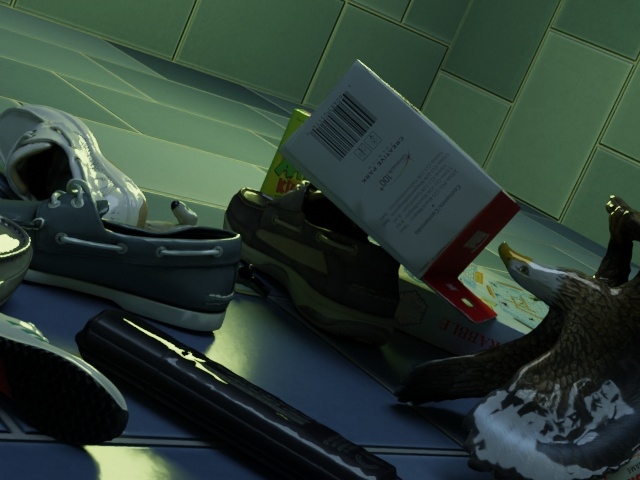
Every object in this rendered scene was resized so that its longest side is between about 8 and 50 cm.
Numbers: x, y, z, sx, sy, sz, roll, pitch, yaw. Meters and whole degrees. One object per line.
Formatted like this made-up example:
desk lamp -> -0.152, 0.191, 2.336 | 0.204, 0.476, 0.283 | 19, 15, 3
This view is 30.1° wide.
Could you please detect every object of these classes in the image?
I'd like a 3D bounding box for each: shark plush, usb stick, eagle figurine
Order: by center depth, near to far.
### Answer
usb stick -> -0.065, 0.131, 0.916 | 0.278, 0.045, 0.077 | 27, 5, 17
eagle figurine -> 0.234, 0.094, 1.116 | 0.225, 0.298, 0.226 | 34, -4, 23
shark plush -> -0.127, 0.012, 1.328 | 0.161, 0.073, 0.067 | 17, -18, -10

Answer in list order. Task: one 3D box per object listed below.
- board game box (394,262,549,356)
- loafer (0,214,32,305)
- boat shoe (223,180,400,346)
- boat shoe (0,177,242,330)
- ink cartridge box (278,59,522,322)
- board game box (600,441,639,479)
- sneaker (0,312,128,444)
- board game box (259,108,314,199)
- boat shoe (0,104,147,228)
board game box -> 0.225, 0.100, 1.600 | 0.318, 0.066, 0.319 | 24, 11, 0
loafer -> -0.305, -0.001, 0.852 | 0.112, 0.112, 0.319 | 27, 12, 14
boat shoe -> 0.000, 0.000, 1.432 | 0.132, 0.130, 0.355 | 16, 14, -37
boat shoe -> -0.222, -0.010, 1.101 | 0.319, 0.099, 0.116 | 20, 12, -18
ink cartridge box -> 0.127, -0.044, 1.335 | 0.272, 0.130, 0.309 | 43, 8, 10
board game box -> 0.296, 0.193, 1.115 | 0.045, 0.146, 0.193 | 58, 13, -1
sneaker -> -0.197, 0.084, 0.824 | 0.161, 0.057, 0.075 | 23, 16, 8
board game box -> -0.025, -0.075, 1.598 | 0.092, 0.181, 0.043 | 26, 11, 12
boat shoe -> -0.295, -0.082, 1.289 | 0.096, 0.098, 0.277 | 13, 17, -48
